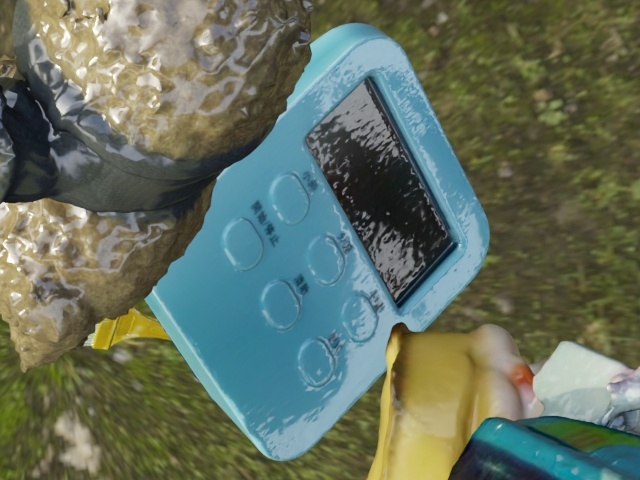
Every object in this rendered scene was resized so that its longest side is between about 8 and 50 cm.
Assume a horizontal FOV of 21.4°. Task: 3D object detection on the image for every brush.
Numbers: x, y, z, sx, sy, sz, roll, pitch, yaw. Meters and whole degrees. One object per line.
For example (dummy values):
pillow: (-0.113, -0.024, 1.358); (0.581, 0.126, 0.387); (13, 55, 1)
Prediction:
brush: (-0.128, 0.079, 1.449); (0.205, 0.083, 0.011); (11, 49, -12)

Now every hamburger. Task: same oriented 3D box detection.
hamburger: (0.124, 0.193, 0.919); (0.237, 0.276, 0.276); (10, 85, 1)

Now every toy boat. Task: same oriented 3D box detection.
toy boat: (0.186, 0.124, 0.601); (0.092, 0.299, 0.134); (-54, 134, -12)

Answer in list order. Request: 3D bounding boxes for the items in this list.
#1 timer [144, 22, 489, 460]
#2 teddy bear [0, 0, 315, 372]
timer: (0.000, 0.000, 1.187); (0.250, 0.091, 0.232); (-39, 125, -11)
teddy bear: (-0.062, -0.071, 0.537); (0.182, 0.129, 0.251); (-25, 136, -40)
